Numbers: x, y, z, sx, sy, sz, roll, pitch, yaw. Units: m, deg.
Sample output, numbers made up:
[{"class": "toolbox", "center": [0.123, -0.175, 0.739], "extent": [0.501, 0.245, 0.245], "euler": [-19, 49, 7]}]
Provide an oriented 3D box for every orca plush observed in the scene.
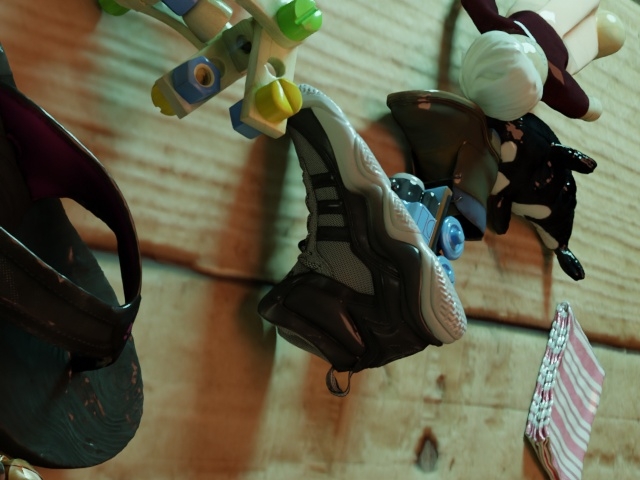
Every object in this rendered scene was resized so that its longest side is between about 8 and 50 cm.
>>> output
[{"class": "orca plush", "center": [0.254, -0.058, 1.966], "extent": [0.287, 0.102, 0.151], "euler": [62, 38, -38]}]

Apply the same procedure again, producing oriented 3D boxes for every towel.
[{"class": "towel", "center": [0.292, 0.189, 2.089], "extent": [0.144, 0.029, 0.197], "euler": [58, 41, -43]}]

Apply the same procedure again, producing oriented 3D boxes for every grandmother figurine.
[{"class": "grandmother figurine", "center": [0.225, -0.208, 1.886], "extent": [0.208, 0.104, 0.342], "euler": [38, 28, 3]}]

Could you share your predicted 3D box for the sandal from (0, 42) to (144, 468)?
[{"class": "sandal", "center": [-0.202, -0.023, 1.151], "extent": [0.167, 0.107, 0.445], "euler": [-58, 136, -45]}]

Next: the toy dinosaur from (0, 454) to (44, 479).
[{"class": "toy dinosaur", "center": [-0.213, 0.192, 1.092], "extent": [0.322, 0.164, 0.218], "euler": [31, 42, -32]}]

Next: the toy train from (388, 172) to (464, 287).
[{"class": "toy train", "center": [0.075, 0.019, 1.672], "extent": [0.105, 0.080, 0.184], "euler": [52, 45, -38]}]

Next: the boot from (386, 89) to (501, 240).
[{"class": "boot", "center": [0.125, -0.074, 1.762], "extent": [0.219, 0.082, 0.106], "euler": [29, 61, -59]}]

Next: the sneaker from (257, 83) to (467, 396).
[{"class": "sneaker", "center": [0.000, 0.000, 1.515], "extent": [0.268, 0.153, 0.101], "euler": [59, 3, 21]}]

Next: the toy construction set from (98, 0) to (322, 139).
[{"class": "toy construction set", "center": [-0.054, -0.235, 1.386], "extent": [0.215, 0.151, 0.327], "euler": [47, 35, -15]}]
